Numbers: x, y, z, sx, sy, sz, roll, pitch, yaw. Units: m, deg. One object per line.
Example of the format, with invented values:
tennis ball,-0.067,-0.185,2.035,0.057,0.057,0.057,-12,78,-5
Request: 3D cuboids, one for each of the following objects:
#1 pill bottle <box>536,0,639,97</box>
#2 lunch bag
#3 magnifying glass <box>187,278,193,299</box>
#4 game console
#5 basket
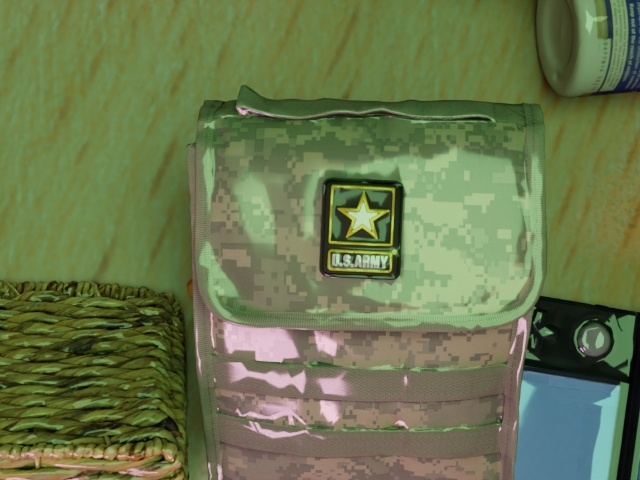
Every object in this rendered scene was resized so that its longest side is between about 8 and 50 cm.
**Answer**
pill bottle,0.285,-0.181,1.052,0.186,0.112,0.112,-6,87,-9
lunch bag,0.032,0.031,0.892,0.235,0.169,0.287,1,124,3
magnifying glass,0.000,0.000,0.991,0.231,0.026,0.092,-24,113,17
game console,0.229,0.195,0.990,0.250,0.173,0.293,10,85,-9
basket,-0.250,0.171,0.956,0.299,0.223,0.214,1,119,-9
